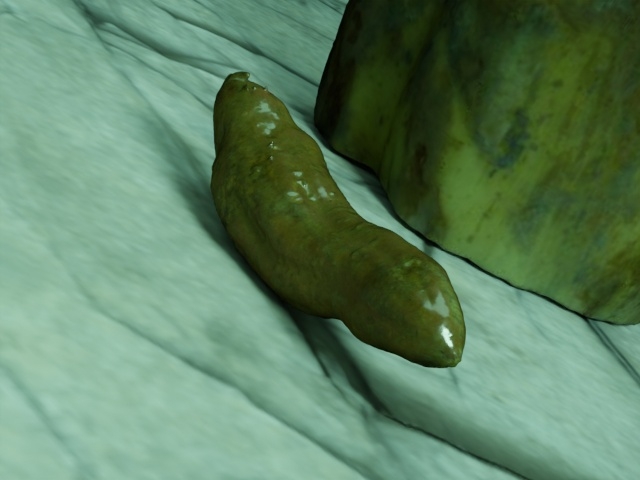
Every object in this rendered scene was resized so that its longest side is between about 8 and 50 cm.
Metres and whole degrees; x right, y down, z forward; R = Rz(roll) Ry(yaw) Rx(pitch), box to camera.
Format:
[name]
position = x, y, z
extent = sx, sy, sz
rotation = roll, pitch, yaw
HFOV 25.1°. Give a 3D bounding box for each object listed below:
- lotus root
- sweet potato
[lotus root]
position = 0.160, -0.149, 0.765
extent = 0.250, 0.346, 0.250
rotation = 22, 26, -11
[sweet potato]
position = 0.001, 0.002, 0.556
extent = 0.182, 0.054, 0.053
rotation = 47, -10, 44
